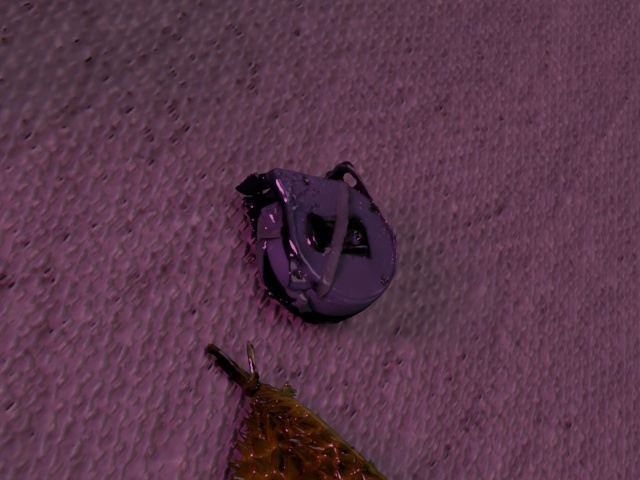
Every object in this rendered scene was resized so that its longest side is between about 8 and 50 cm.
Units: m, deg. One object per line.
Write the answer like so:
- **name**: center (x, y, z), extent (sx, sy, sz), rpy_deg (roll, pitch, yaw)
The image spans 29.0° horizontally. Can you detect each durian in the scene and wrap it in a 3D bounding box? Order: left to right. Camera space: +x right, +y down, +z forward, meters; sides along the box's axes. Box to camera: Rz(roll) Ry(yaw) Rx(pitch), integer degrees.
- **durian**: center (0.006, 0.147, 0.672), extent (0.215, 0.086, 0.100), rpy_deg (53, 9, -11)

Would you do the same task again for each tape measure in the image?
- **tape measure**: center (0.001, 0.002, 0.745), extent (0.091, 0.054, 0.094), rpy_deg (-9, 71, -39)
